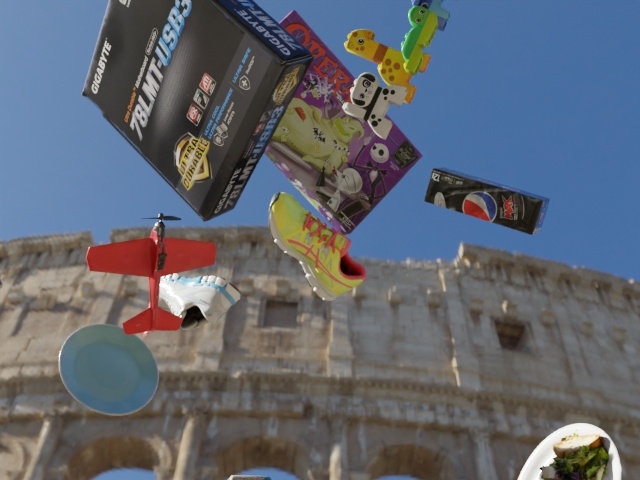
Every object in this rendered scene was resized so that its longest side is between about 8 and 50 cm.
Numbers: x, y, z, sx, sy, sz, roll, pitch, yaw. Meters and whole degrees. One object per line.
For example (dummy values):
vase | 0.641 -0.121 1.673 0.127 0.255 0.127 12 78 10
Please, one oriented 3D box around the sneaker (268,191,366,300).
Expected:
sneaker | 0.000 0.000 1.347 0.094 0.081 0.208 -18 -57 34

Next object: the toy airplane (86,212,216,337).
toy airplane | -0.181 0.042 0.936 0.151 0.028 0.151 -14 -63 -29

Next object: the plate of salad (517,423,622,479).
plate of salad | 0.312 0.331 1.141 0.048 0.199 0.200 30 -62 -19

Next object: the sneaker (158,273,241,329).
sneaker | -0.214 0.101 1.361 0.191 0.083 0.071 -5 -45 45

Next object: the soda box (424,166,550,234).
soda box | 0.241 -0.059 1.264 0.169 0.060 0.053 19 -77 23

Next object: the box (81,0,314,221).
box | -0.185 -0.226 1.193 0.293 0.073 0.295 44 -49 13

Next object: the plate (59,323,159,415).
plate | -0.387 0.238 1.583 0.188 0.188 0.024 28 -47 -15

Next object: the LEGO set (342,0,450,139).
LEGO set | 0.078 -0.226 0.937 0.093 0.087 0.227 25 -88 10

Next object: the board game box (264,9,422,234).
board game box | -0.004 -0.202 1.512 0.347 0.056 0.208 46 -110 -12

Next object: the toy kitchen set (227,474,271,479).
toy kitchen set | -0.023 0.360 0.913 0.166 0.207 0.122 4 -20 -9

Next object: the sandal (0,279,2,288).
sandal | -0.464 0.048 1.154 0.079 0.088 0.239 5 -81 19
